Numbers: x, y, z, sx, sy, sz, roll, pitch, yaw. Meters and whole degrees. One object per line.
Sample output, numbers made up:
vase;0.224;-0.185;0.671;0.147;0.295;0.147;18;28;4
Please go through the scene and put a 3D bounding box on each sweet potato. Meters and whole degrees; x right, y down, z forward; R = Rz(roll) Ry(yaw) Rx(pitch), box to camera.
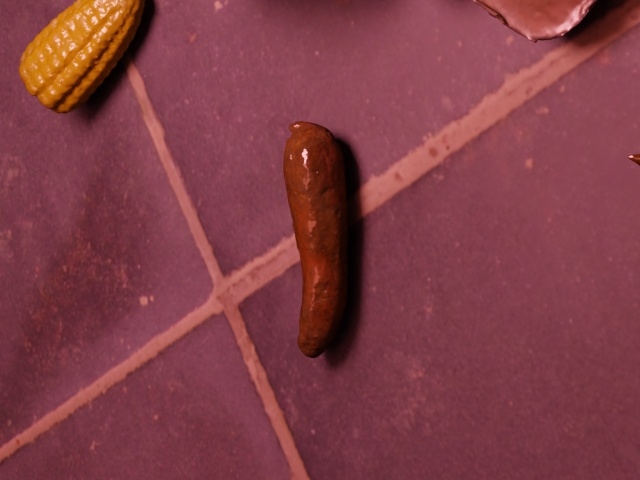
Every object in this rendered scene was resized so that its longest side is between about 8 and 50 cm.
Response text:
sweet potato;0.000;0.000;1.735;0.075;0.075;0.273;1;98;40

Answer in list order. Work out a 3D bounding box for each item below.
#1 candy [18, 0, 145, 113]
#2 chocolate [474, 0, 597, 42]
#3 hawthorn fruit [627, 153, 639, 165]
candy;-0.294;-0.258;1.943;0.199;0.094;0.106;-40;68;27
chocolate;0.246;-0.324;1.486;0.161;0.083;0.261;42;123;6
hawthorn fruit;0.433;-0.054;1.147;0.402;0.402;0.403;4;96;40
